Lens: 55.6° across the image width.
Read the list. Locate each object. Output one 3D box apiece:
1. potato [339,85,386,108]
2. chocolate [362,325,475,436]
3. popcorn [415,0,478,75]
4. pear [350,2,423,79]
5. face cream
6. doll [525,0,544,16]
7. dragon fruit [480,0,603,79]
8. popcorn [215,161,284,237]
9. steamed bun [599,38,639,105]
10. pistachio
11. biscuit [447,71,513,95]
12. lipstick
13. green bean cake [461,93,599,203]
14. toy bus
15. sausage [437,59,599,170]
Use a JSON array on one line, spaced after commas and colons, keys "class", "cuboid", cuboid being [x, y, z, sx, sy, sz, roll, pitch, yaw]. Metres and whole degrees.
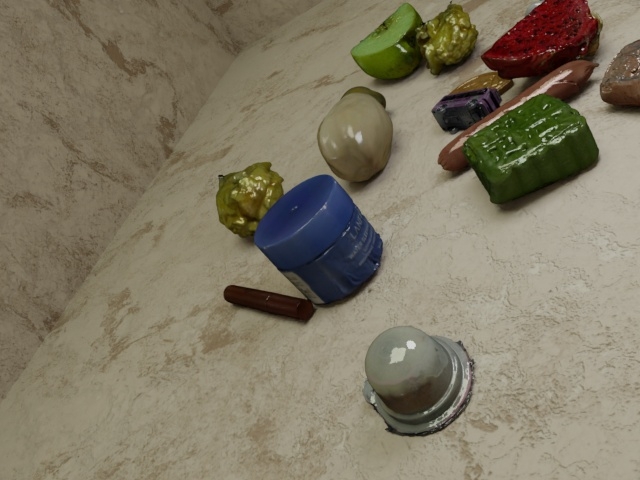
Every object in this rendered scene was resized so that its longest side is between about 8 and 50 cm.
[{"class": "potato", "cuboid": [0.119, -0.408, 1.983, 0.193, 0.157, 0.157, -63, 30, 6]}, {"class": "chocolate", "cuboid": [0.148, 0.227, 1.087, 0.221, 0.147, 0.221, -32, 31, 22]}, {"class": "popcorn", "cuboid": [0.399, -0.644, 1.935, 0.189, 0.169, 0.218, -28, 26, 18]}, {"class": "pear", "cuboid": [0.276, -0.672, 2.130, 0.293, 0.159, 0.292, -31, 33, 23]}, {"class": "face cream", "cuboid": [0.000, 0.000, 1.479, 0.249, 0.225, 0.249, -31, 28, 19]}, {"class": "doll", "cuboid": [0.669, -0.690, 1.757, 0.138, 0.119, 0.293, -22, 36, 59]}, {"class": "dragon fruit", "cuboid": [0.593, -0.481, 1.543, 0.317, 0.152, 0.205, -40, 42, -12]}, {"class": "popcorn", "cuboid": [-0.224, -0.135, 1.932, 0.286, 0.215, 0.252, 0, 55, 54]}, {"class": "steamed bun", "cuboid": [0.690, -0.364, 1.293, 0.175, 0.106, 0.145, -46, 30, -5]}, {"class": "pistachio", "cuboid": [0.105, -0.311, 1.792, 0.207, 0.226, 0.331, 111, 173, -53]}, {"class": "biscuit", "cuboid": [0.446, -0.428, 1.735, 0.221, 0.029, 0.141, -10, 41, 42]}, {"class": "lipstick", "cuboid": [-0.147, 0.160, 1.602, 0.357, 0.057, 0.057, 5, 53, 51]}, {"class": "green bean cake", "cuboid": [0.447, -0.199, 1.330, 0.248, 0.125, 0.222, -34, 31, 11]}, {"class": "toy bus", "cuboid": [0.396, -0.354, 1.635, 0.178, 0.086, 0.098, 6, 51, 53]}, {"class": "sausage", "cuboid": [0.475, -0.305, 1.484, 0.433, 0.088, 0.087, -33, 31, 13]}]
